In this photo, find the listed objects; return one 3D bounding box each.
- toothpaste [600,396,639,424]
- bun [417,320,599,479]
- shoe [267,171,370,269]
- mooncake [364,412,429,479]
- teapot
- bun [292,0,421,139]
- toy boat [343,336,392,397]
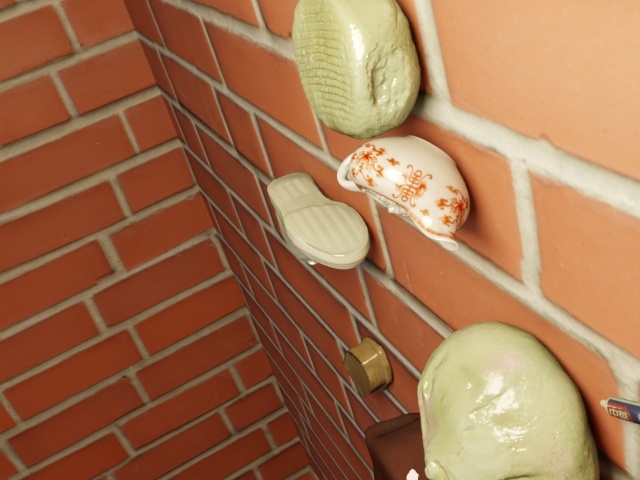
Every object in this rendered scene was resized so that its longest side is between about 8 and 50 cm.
[{"bbox_3d":[0.342,0.183,0.771,0.037,0.021,0.140,61,163,-8],"label":"toothpaste"},{"bbox_3d":[0.212,0.248,0.952,0.283,0.179,0.284,166,90,-70],"label":"bun"},{"bbox_3d":[0.000,0.000,1.416,0.363,0.131,0.160,48,158,57],"label":"shoe"},{"bbox_3d":[0.211,0.500,1.459,0.326,0.174,0.334,69,168,-10],"label":"mooncake"},{"bbox_3d":[0.104,-0.072,0.929,0.245,0.159,0.116,26,98,57],"label":"teapot"},{"bbox_3d":[0.049,-0.226,0.905,0.221,0.108,0.221,162,90,-74],"label":"bun"},{"bbox_3d":[0.107,0.287,1.663,0.116,0.061,0.188,58,164,19],"label":"toy boat"}]
